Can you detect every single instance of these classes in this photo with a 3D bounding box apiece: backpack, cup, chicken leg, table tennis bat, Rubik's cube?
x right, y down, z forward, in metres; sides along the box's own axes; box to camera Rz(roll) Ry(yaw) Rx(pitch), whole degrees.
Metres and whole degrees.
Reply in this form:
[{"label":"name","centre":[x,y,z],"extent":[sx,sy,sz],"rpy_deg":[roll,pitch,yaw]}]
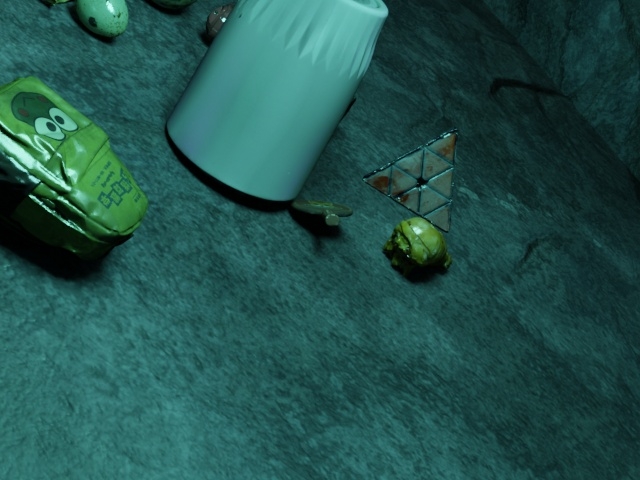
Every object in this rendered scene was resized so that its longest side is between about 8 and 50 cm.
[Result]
[{"label":"backpack","centre":[-0.341,-0.079,1.321],"extent":[0.253,0.140,0.207],"rpy_deg":[40,25,-11]},{"label":"cup","centre":[-0.069,-0.267,1.718],"extent":[0.253,0.371,0.253],"rpy_deg":[26,23,-12]},{"label":"chicken leg","centre":[0.182,0.021,1.889],"extent":[0.085,0.101,0.207],"rpy_deg":[56,11,25]},{"label":"table tennis bat","centre":[0.000,0.000,1.768],"extent":[0.108,0.119,0.170],"rpy_deg":[5,10,-9]},{"label":"Rubik's cube","centre":[0.163,-0.145,2.150],"extent":[0.190,0.211,0.178],"rpy_deg":[4,13,-13]}]

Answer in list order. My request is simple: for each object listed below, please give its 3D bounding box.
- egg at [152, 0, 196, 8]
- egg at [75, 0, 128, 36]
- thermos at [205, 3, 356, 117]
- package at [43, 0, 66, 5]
[{"label":"egg","centre":[-0.296,-0.536,2.092],"extent":[0.141,0.141,0.181],"rpy_deg":[19,22,-34]},{"label":"egg","centre":[-0.378,-0.401,1.834],"extent":[0.110,0.085,0.085],"rpy_deg":[51,28,8]},{"label":"thermos","centre":[-0.099,-0.332,2.077],"extent":[0.330,0.136,0.109],"rpy_deg":[40,-1,2]},{"label":"package","centre":[-0.483,-0.453,1.846],"extent":[0.108,0.031,0.120],"rpy_deg":[39,21,-1]}]
